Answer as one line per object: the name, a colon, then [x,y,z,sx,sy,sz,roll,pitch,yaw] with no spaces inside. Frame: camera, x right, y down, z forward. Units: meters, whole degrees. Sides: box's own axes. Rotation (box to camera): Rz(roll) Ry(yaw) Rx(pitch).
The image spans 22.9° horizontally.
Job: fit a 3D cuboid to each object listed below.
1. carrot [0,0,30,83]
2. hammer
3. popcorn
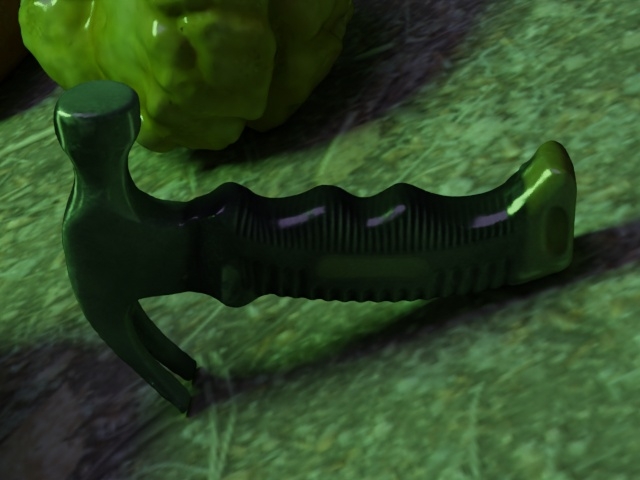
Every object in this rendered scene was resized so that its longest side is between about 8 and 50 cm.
carrot: [-0.270,-0.193,1.225,0.159,0.159,0.225,-2,29,38]
hammer: [0.000,0.000,0.707,0.226,0.159,0.041,-4,32,2]
popcorn: [-0.075,-0.152,0.982,0.200,0.226,0.203,-8,-31,-40]
